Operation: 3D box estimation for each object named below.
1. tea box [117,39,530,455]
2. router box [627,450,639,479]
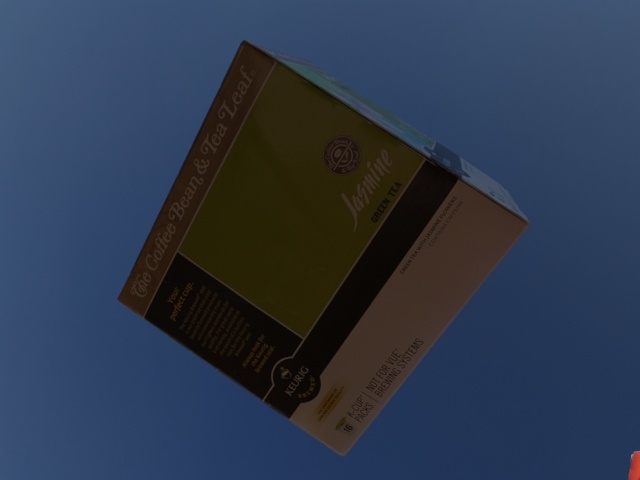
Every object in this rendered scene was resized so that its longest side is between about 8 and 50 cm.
[{"bbox_3d":[0.000,0.000,0.619,0.323,0.220,0.329,34,-70,3],"label":"tea box"},{"bbox_3d":[0.402,0.282,0.295,0.301,0.082,0.336,-25,-96,36],"label":"router box"}]
